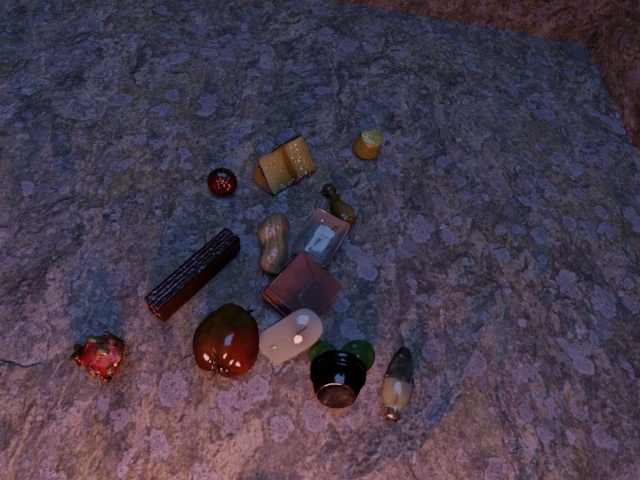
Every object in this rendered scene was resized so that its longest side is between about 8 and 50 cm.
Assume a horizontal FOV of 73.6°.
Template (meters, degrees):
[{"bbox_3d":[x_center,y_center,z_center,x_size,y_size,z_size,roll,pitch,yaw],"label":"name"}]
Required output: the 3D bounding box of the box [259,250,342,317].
[{"bbox_3d":[-0.060,0.177,1.490,0.215,0.086,0.215,44,61,0],"label":"box"}]

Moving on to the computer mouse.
[{"bbox_3d":[-0.100,0.306,1.374,0.230,0.079,0.128,-37,89,7],"label":"computer mouse"}]

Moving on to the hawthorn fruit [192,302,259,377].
[{"bbox_3d":[-0.281,0.302,1.351,0.207,0.208,0.248,20,40,3],"label":"hawthorn fruit"}]

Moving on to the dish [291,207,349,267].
[{"bbox_3d":[0.000,0.000,1.635,0.151,0.077,0.213,28,68,9],"label":"dish"}]

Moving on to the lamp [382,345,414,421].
[{"bbox_3d":[0.254,0.460,1.388,0.101,0.101,0.250,21,53,4],"label":"lamp"}]

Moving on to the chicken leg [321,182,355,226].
[{"bbox_3d":[0.068,-0.143,1.750,0.107,0.087,0.252,-5,52,-26],"label":"chicken leg"}]

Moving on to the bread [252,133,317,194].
[{"bbox_3d":[-0.161,-0.327,1.815,0.141,0.178,0.266,20,47,42],"label":"bread"}]

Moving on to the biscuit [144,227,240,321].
[{"bbox_3d":[-0.430,0.110,1.482,0.073,0.107,0.388,35,59,16],"label":"biscuit"}]

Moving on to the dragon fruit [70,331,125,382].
[{"bbox_3d":[-0.664,0.343,1.283,0.207,0.150,0.133,5,54,24],"label":"dragon fruit"}]

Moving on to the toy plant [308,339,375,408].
[{"bbox_3d":[0.066,0.404,1.359,0.217,0.176,0.235,8,31,2],"label":"toy plant"}]

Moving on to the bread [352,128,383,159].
[{"bbox_3d":[0.221,-0.436,1.945,0.129,0.114,0.111,-21,70,-18],"label":"bread"}]

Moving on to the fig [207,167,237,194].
[{"bbox_3d":[-0.401,-0.238,1.732,0.119,0.153,0.119,-3,100,-20],"label":"fig"}]

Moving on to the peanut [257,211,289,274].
[{"bbox_3d":[-0.178,0.007,1.589,0.123,0.124,0.257,7,58,-6],"label":"peanut"}]
